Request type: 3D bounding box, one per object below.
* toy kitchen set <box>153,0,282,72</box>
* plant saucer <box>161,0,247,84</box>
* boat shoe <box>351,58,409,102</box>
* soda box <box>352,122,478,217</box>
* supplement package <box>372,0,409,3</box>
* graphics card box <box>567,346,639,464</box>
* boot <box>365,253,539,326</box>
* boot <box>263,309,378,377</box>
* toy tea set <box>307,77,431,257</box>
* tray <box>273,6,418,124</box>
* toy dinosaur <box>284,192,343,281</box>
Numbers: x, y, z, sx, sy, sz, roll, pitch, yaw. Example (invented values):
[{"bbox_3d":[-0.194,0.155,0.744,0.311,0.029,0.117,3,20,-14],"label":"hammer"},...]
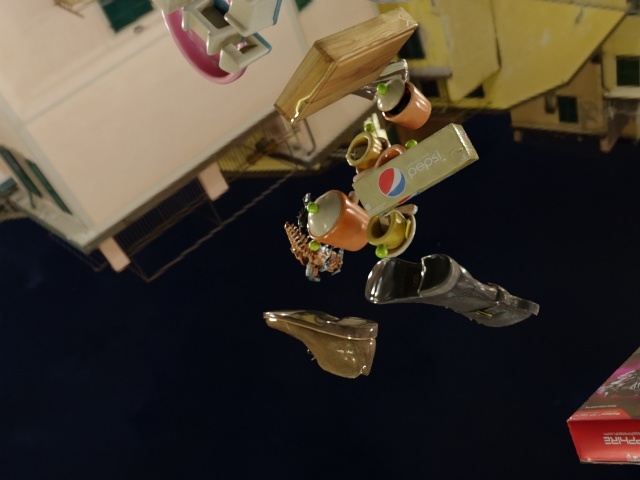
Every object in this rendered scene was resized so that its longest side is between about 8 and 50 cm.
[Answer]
[{"bbox_3d":[-0.133,-0.369,0.995,0.207,0.166,0.122,45,-118,10],"label":"toy kitchen set"},{"bbox_3d":[-0.265,-0.546,1.694,0.084,0.332,0.332,-33,-140,-30],"label":"plant saucer"},{"bbox_3d":[0.142,-0.452,2.060,0.257,0.095,0.095,-17,-173,-1],"label":"boat shoe"},{"bbox_3d":[0.143,-0.104,1.062,0.181,0.061,0.058,-30,173,25],"label":"soda box"},{"bbox_3d":[0.149,-0.647,1.455,0.198,0.262,0.199,13,-167,43],"label":"supplement package"},{"bbox_3d":[0.658,0.294,1.320,0.371,0.094,0.233,-21,-179,-41],"label":"graphics card box"},{"bbox_3d":[0.233,0.108,1.289,0.263,0.229,0.091,-9,-120,54],"label":"boot"},{"bbox_3d":[-0.013,0.204,1.442,0.112,0.115,0.305,-6,-170,-43],"label":"boot"},{"bbox_3d":[0.078,-0.129,1.217,0.200,0.124,0.336,-12,-121,50],"label":"toy tea set"},{"bbox_3d":[0.071,-0.427,1.694,0.076,0.203,0.411,46,-138,4],"label":"tray"},{"bbox_3d":[0.000,0.000,1.877,0.164,0.322,0.218,18,-95,6],"label":"toy dinosaur"}]
